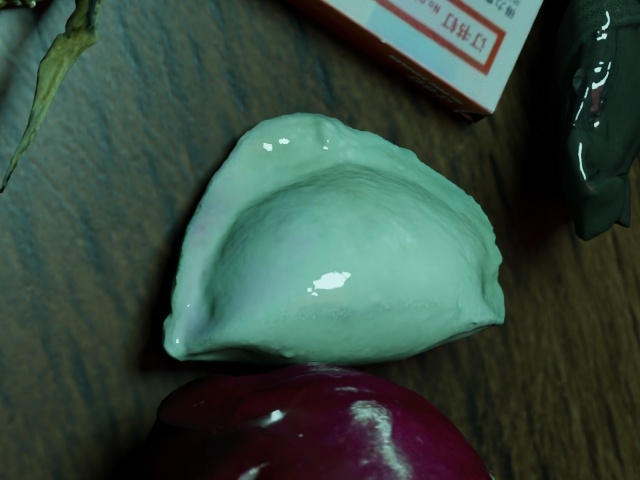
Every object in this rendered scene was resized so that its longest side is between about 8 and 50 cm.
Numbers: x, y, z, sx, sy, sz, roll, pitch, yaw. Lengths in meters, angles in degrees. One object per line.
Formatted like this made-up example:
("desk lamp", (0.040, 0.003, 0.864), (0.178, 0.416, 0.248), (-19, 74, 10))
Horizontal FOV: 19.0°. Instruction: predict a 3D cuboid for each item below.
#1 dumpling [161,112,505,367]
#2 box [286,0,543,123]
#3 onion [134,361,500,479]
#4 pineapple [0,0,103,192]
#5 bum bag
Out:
("dumpling", (0.000, 0.011, 1.105), (0.217, 0.149, 0.105), (-12, 134, -23))
("box", (0.040, -0.176, 1.143), (0.229, 0.050, 0.123), (30, 78, -26))
("onion", (0.007, 0.170, 1.004), (0.216, 0.207, 0.206), (-18, 102, -9))
("pineapple", (-0.120, -0.210, 0.993), (0.158, 0.161, 0.334), (36, 71, -26))
("bum bag", (0.184, -0.153, 1.192), (0.080, 0.142, 0.326), (10, 78, 10))
